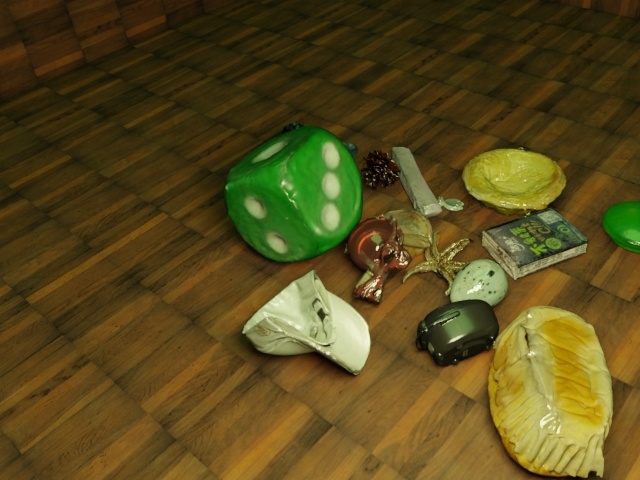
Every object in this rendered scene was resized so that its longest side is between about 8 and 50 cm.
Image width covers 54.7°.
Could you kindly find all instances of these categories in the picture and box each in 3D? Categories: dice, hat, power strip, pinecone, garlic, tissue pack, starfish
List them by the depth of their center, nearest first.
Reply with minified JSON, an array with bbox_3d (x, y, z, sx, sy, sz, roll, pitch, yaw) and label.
[{"bbox_3d":[-0.025,0.233,1.519,0.301,0.168,0.258,35,34,9],"label":"hat"},{"bbox_3d":[0.327,0.063,1.713,0.238,0.057,0.213,-21,48,-6],"label":"starfish"},{"bbox_3d":[0.596,0.004,1.729,0.235,0.073,0.173,-19,42,-14],"label":"tissue pack"},{"bbox_3d":[-0.073,-0.128,1.749,0.287,0.300,0.297,-9,31,40],"label":"dice"},{"bbox_3d":[0.240,-0.042,1.770,0.195,0.087,0.101,11,51,26],"label":"garlic"},{"bbox_3d":[0.403,-0.118,1.926,0.083,0.035,0.055,11,44,16],"label":"power strip"},{"bbox_3d":[0.189,-0.227,2.010,0.121,0.140,0.140,-48,50,-3],"label":"pinecone"}]

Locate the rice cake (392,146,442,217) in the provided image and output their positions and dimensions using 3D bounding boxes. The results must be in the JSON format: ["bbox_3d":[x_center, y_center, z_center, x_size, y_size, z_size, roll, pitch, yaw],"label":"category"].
[{"bbox_3d":[0.301,-0.189,2.003,0.072,0.056,0.365,-7,40,-9],"label":"rice cake"}]

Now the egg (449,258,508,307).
[{"bbox_3d":[0.401,0.118,1.576,0.164,0.131,0.131,-30,46,-30],"label":"egg"}]

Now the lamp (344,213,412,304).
[{"bbox_3d":[0.140,0.035,1.663,0.151,0.215,0.223,29,20,-9],"label":"lamp"}]

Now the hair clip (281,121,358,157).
[{"bbox_3d":[-0.032,-0.280,2.062,0.310,0.194,0.206,26,43,34],"label":"hair clip"}]

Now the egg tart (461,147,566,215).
[{"bbox_3d":[0.587,-0.167,1.893,0.315,0.120,0.315,-5,40,5],"label":"egg tart"}]

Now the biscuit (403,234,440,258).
[{"bbox_3d":[0.227,0.013,1.802,0.236,0.040,0.144,-23,38,-21],"label":"biscuit"}]

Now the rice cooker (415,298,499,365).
[{"bbox_3d":[0.325,0.217,1.470,0.203,0.142,0.118,-19,53,-7],"label":"rice cooker"}]

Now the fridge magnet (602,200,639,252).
[{"bbox_3d":[0.896,-0.037,1.726,0.208,0.088,0.208,-3,40,3],"label":"fridge magnet"}]

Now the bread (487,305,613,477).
[{"bbox_3d":[0.485,0.313,1.330,0.236,0.183,0.388,19,39,7],"label":"bread"}]
